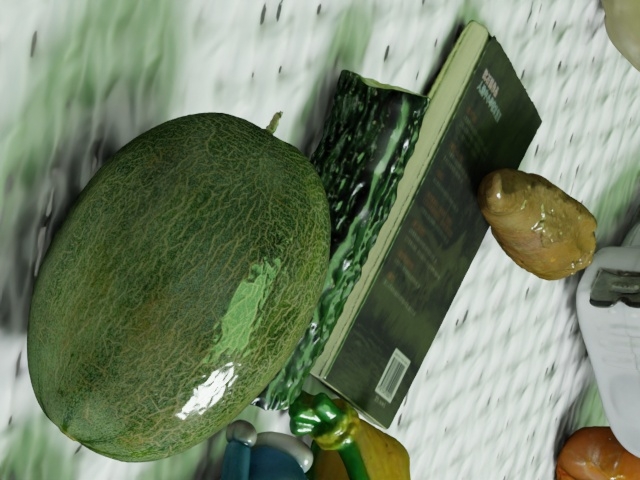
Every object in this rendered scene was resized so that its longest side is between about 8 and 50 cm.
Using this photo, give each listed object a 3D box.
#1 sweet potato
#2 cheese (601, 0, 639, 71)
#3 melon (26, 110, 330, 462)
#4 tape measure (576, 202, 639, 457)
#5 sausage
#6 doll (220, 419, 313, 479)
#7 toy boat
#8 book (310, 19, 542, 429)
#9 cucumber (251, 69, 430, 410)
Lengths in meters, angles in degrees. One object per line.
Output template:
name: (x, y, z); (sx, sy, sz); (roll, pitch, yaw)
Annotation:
sweet potato: (0.135, -0.013, 1.150); (0.206, 0.068, 0.060); (28, 62, -63)
cheese: (0.294, -0.185, 1.217); (0.117, 0.218, 0.235); (-23, 98, -54)
melon: (-0.059, 0.015, 0.783); (0.167, 0.114, 0.114); (-61, 154, -11)
tape measure: (0.289, 0.069, 1.495); (0.197, 0.120, 0.236); (-60, 143, -40)
sausage: (0.247, 0.213, 1.582); (0.089, 0.089, 0.179); (-56, 158, -22)
doll: (-0.046, 0.170, 0.975); (0.152, 0.085, 0.114); (-52, 129, -48)
toy boat: (-0.005, 0.195, 1.089); (0.088, 0.089, 0.230); (6, 108, -25)
book: (0.066, -0.003, 1.115); (0.228, 0.024, 0.160); (-64, 156, -9)
cucumber: (0.000, 0.000, 0.954); (0.187, 0.058, 0.058); (-64, 155, -4)
